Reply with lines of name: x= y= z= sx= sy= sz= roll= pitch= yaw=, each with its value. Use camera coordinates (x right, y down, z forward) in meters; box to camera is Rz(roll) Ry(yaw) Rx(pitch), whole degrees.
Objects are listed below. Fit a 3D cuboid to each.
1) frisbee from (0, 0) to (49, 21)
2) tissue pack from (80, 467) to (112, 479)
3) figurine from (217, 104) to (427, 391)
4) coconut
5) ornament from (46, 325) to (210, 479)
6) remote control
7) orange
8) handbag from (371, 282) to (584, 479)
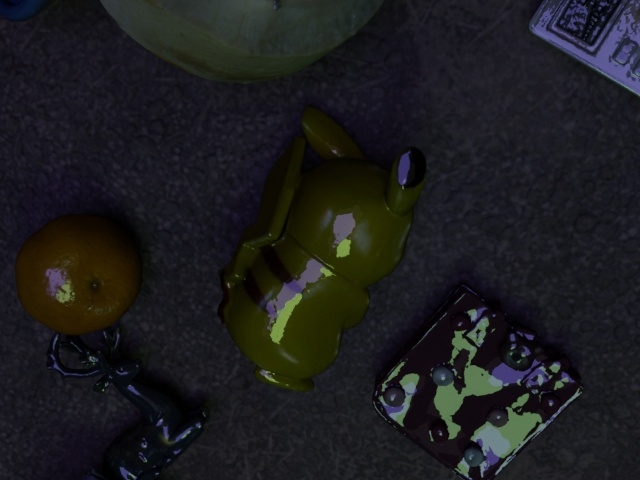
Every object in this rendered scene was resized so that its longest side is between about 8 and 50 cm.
frisbee: x=-0.301 y=-0.380 z=0.807 sx=0.289 sy=0.049 sz=0.289 roll=-3 pitch=85 yaw=47
tissue pack: x=-0.246 y=0.507 z=1.048 sx=0.361 sy=0.122 sz=0.259 roll=37 pitch=126 yaw=-2
figurine: x=-0.004 y=0.006 z=0.882 sx=0.169 sy=0.218 sz=0.327 roll=27 pitch=104 yaw=-42
coconut: x=-0.078 y=-0.311 z=0.745 sx=0.323 sy=0.323 sz=0.323 roll=2 pitch=106 yaw=8
ornament: x=-0.297 y=0.227 z=1.029 sx=0.236 sy=0.080 sz=0.202 roll=43 pitch=112 yaw=-7
remote control: x=0.390 y=-0.200 z=0.820 sx=0.313 sy=0.055 sz=0.109 roll=32 pitch=102 yaw=3
orange: x=-0.309 y=0.040 z=0.946 sx=0.136 sy=0.159 sz=0.159 roll=18 pitch=114 yaw=50
handbag: x=0.197 y=0.186 z=0.944 sx=0.203 sy=0.074 sz=0.216 roll=39 pitch=107 yaw=-4
